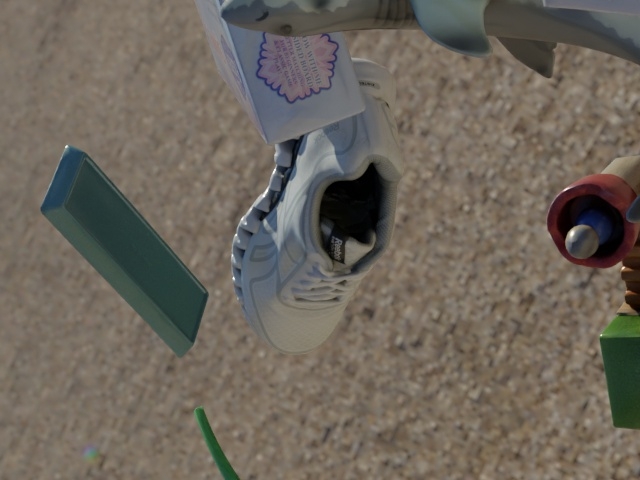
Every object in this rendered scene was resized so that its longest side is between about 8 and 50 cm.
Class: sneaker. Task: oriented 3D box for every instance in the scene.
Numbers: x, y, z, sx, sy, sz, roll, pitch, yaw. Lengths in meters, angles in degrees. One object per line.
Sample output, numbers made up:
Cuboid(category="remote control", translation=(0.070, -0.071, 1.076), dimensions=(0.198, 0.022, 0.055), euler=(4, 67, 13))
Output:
Cuboid(category="sneaker", translation=(0.000, 0.000, 1.132), dimensions=(0.292, 0.110, 0.118), euler=(104, 154, -42))

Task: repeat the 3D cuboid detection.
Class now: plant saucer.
Cuboid(category="plant saucer", translation=(-0.144, 0.010, 1.097), dimensions=(0.018, 0.192, 0.067), euler=(-11, 46, 29))

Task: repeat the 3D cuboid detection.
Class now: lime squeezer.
Cuboid(category="lime squeezer", translation=(-0.042, 0.298, 1.604), dimensions=(0.110, 0.310, 0.059), euler=(-56, -17, -21))

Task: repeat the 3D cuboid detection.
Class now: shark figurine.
Cuboid(category="shark figurine", translation=(0.110, -0.089, 0.656), dimensions=(0.278, 0.116, 0.166), euler=(33, 74, 28))

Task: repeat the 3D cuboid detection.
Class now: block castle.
Cuboid(category="block castle", translation=(0.399, 0.142, 1.342), dimensions=(0.303, 0.453, 0.213), euler=(0, 22, 32))

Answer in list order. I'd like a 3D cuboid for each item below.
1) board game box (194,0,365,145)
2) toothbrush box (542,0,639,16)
Cuboid(category="board game box", translation=(-0.073, -0.243, 0.907), dimensions=(0.066, 0.318, 0.318), euler=(-19, 17, -4))
Cuboid(category="toothbrush box", translation=(0.103, -0.212, 0.369), dimensions=(0.126, 0.295, 0.216), euler=(-31, 21, -10))
